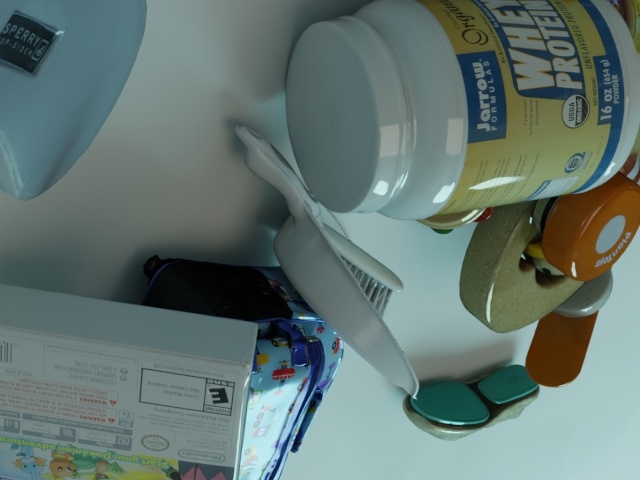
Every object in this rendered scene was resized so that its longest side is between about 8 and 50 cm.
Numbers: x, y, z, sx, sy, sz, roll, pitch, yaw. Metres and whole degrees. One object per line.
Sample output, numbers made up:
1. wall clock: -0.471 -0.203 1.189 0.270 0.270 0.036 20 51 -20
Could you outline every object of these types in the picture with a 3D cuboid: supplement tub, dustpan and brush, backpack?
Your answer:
1. supplement tub: 0.092 -0.091 1.092 0.199 0.144 0.144 -10 129 -28
2. dustpan and brush: 0.000 0.000 1.128 0.060 0.147 0.211 -44 122 13
3. backpack: -0.055 0.095 1.136 0.173 0.117 0.158 1 120 -51

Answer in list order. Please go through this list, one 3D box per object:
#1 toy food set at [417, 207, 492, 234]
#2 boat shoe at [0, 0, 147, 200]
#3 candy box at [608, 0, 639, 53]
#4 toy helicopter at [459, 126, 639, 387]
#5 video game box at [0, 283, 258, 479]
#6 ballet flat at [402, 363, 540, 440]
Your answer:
1. toy food set: 0.089 -0.046 1.200 0.020 0.082 0.083 -24 134 -66
2. boat shoe: -0.196 -0.114 0.791 0.136 0.156 0.367 -59 173 2
3. candy box: 0.202 -0.218 1.146 0.053 0.109 0.187 -41 144 -13
4. toy helicopter: 0.244 -0.034 1.335 0.355 0.140 0.235 -31 141 -31
5. video game box: -0.146 0.117 1.006 0.048 0.205 0.187 -80 179 -57
6. ballet flat: 0.127 0.148 1.432 0.168 0.057 0.052 -8 136 -43
